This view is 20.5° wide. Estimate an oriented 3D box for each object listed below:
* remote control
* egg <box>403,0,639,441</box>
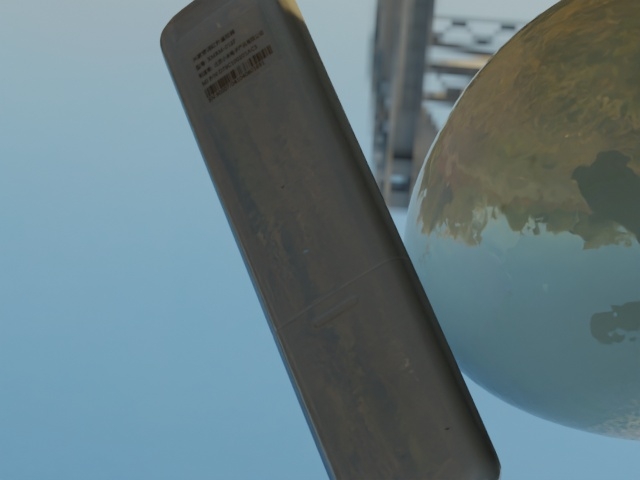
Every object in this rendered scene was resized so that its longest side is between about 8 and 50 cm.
[{"bbox_3d":[0.000,0.000,0.726,0.067,0.261,0.029,-33,153,20],"label":"remote control"},{"bbox_3d":[0.212,-0.022,1.010,0.345,0.283,0.283,-18,-171,13],"label":"egg"}]
